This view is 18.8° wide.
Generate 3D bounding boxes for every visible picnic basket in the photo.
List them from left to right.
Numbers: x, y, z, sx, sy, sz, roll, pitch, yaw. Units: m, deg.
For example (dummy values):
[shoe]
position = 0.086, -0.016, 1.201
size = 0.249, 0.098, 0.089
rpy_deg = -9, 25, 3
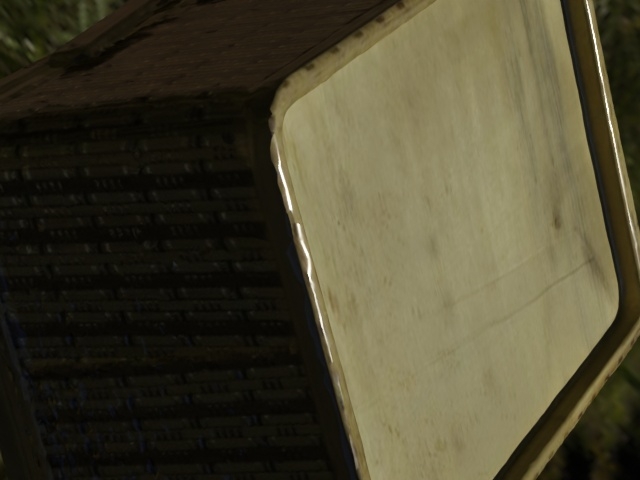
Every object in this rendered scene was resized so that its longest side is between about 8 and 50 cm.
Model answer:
[picnic basket]
position = 0.000, 0.000, 0.828
size = 0.313, 0.175, 0.228
rpy_deg = -41, 121, -54
